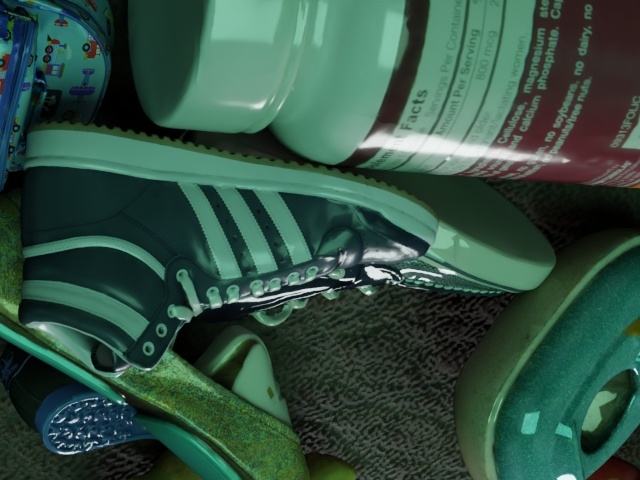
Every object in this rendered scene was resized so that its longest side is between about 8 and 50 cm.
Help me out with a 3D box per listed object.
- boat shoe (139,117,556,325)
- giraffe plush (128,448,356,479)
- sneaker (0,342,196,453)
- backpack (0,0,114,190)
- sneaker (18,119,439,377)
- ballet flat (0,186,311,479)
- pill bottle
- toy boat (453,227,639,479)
[{"bbox_3d":[0.000,0.000,1.324,0.341,0.127,0.158,22,119,-22],"label":"boat shoe"},{"bbox_3d":[-0.091,0.238,1.425,0.170,0.210,0.181,27,125,3],"label":"giraffe plush"},{"bbox_3d":[-0.142,0.111,1.366,0.232,0.090,0.081,7,120,-48],"label":"sneaker"},{"bbox_3d":[-0.217,-0.110,1.166,0.173,0.117,0.158,10,119,-28],"label":"backpack"},{"bbox_3d":[-0.062,0.023,1.149,0.282,0.099,0.153,11,77,-18],"label":"sneaker"},{"bbox_3d":[-0.107,0.085,1.237,0.348,0.123,0.123,38,104,-20],"label":"ballet flat"},{"bbox_3d":[0.084,-0.154,1.179,0.392,0.224,0.224,4,120,-22],"label":"pill bottle"},{"bbox_3d":[0.238,0.142,1.446,0.267,0.148,0.318,-48,142,-22],"label":"toy boat"}]
